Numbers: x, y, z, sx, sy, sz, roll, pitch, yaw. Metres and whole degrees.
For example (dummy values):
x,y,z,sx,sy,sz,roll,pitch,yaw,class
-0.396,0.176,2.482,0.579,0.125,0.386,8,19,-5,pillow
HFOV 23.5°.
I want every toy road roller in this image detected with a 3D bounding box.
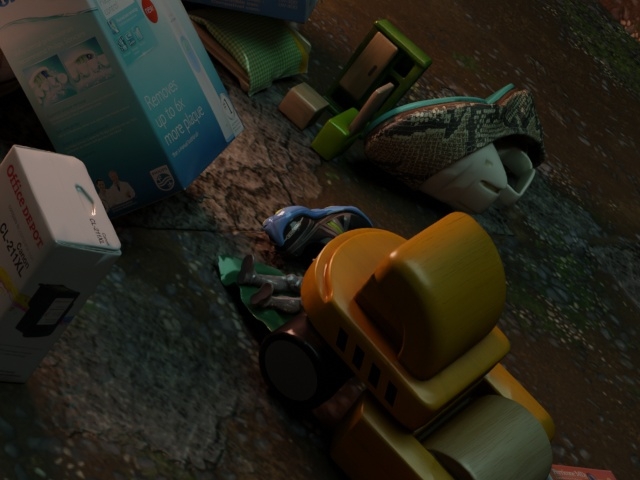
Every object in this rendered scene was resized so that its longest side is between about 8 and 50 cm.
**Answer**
x,y,z,sx,sy,sz,roll,pitch,yaw,class
0.117,0.125,1.584,0.329,0.240,0.202,47,45,11,toy road roller

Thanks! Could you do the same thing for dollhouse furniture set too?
x,y,z,sx,sy,sz,roll,pitch,yaw,class
-0.025,-0.281,2.169,0.301,0.151,0.197,42,27,7,dollhouse furniture set

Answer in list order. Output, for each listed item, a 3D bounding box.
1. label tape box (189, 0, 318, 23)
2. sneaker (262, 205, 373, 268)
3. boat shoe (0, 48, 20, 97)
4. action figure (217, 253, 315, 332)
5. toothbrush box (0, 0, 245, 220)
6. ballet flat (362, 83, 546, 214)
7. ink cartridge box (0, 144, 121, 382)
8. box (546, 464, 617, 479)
x,y,z,sx,sy,sz,roll,pitch,yaw,class
-0.124,-0.393,2.169,0.249,0.115,0.347,12,30,5,label tape box
0.000,0.000,1.882,0.188,0.067,0.078,-3,69,-55,sneaker
-0.334,-0.251,1.789,0.113,0.103,0.302,37,27,-4,boat shoe
0.002,0.070,1.770,0.232,0.063,0.137,15,32,-45,action figure
-0.228,-0.199,1.690,0.295,0.126,0.216,63,24,-13,toothbrush box
0.233,-0.129,2.280,0.182,0.164,0.483,60,28,6,ballet flat
-0.268,0.021,1.370,0.072,0.175,0.127,12,37,-43,ink cartridge box
0.293,0.340,1.676,0.130,0.091,0.170,12,37,-42,box
